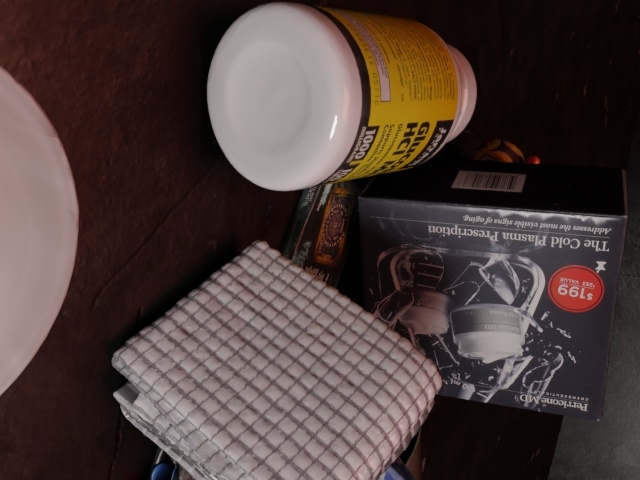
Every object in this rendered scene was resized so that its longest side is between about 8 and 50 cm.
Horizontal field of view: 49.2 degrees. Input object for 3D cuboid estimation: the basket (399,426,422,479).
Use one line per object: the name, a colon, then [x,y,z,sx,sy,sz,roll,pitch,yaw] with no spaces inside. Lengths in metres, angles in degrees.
basket: [0.090,0.374,1.116,0.204,0.154,0.227,-52,143,-35]

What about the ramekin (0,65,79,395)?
ramekin: [-0.301,-0.002,0.433,0.273,0.127,0.273,-30,126,-52]

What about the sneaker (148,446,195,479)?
sneaker: [-0.148,0.303,0.825,0.121,0.079,0.217,-9,101,-50]

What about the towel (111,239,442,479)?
towel: [-0.048,0.161,0.741,0.235,0.283,0.121,-42,153,-34]

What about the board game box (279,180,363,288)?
board game box: [0.000,0.000,0.953,0.126,0.026,0.186,33,76,-54]

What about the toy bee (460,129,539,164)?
toy bee: [0.286,-0.102,1.199,0.195,0.162,0.298,-55,141,-23]

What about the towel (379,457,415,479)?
towel: [-0.003,0.292,0.824,0.034,0.285,0.209,41,90,-23]

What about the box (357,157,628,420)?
box: [0.245,0.060,1.015,0.179,0.343,0.313,-52,142,-57]

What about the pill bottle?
pill bottle: [0.047,-0.167,0.815,0.334,0.187,0.188,-17,115,-51]
